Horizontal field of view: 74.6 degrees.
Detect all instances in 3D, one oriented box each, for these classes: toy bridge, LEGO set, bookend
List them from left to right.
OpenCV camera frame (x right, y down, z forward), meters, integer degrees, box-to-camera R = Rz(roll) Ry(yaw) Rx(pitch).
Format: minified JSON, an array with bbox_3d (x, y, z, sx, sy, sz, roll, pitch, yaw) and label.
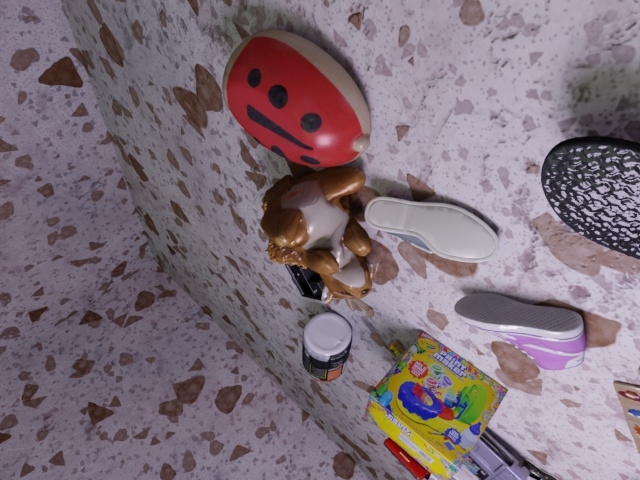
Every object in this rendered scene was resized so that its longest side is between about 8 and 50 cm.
[{"bbox_3d":[-0.032,0.138,1.556,0.157,0.072,0.156,4,127,51],"label":"bookend"},{"bbox_3d":[0.113,0.223,1.503,0.188,0.026,0.063,15,134,45],"label":"toy bridge"},{"bbox_3d":[0.306,0.491,1.463,0.132,0.107,0.286,9,131,49],"label":"LEGO set"}]

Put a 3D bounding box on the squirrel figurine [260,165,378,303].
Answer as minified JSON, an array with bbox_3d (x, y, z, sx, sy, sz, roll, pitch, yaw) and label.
[{"bbox_3d":[0.000,0.000,1.227,0.397,0.281,0.370,23,153,54],"label":"squirrel figurine"}]

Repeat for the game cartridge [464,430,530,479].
[{"bbox_3d":[0.504,0.691,1.434,0.355,0.068,0.230,40,145,30],"label":"game cartridge"}]

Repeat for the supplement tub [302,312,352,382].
[{"bbox_3d":[0.021,0.448,1.711,0.194,0.194,0.315,36,147,23],"label":"supplement tub"}]

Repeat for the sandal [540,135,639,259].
[{"bbox_3d":[0.538,-0.035,0.590,0.446,0.107,0.167,25,143,15],"label":"sandal"}]

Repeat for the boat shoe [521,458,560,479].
[{"bbox_3d":[0.687,0.733,1.292,0.133,0.042,0.048,27,140,32],"label":"boat shoe"}]

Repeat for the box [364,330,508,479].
[{"bbox_3d":[0.334,0.485,1.247,0.290,0.279,0.176,34,146,26],"label":"box"}]

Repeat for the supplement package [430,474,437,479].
[{"bbox_3d":[0.372,0.640,1.333,0.105,0.179,0.105,2,114,55],"label":"supplement package"}]

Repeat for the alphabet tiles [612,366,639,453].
[{"bbox_3d":[0.772,0.396,0.830,0.285,0.011,0.342,-3,121,55],"label":"alphabet tiles"}]

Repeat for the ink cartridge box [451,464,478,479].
[{"bbox_3d":[0.543,0.906,1.621,0.104,0.060,0.180,34,160,27],"label":"ink cartridge box"}]

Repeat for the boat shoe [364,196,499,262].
[{"bbox_3d":[0.261,-0.029,0.986,0.320,0.116,0.099,20,-178,31],"label":"boat shoe"}]

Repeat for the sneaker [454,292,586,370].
[{"bbox_3d":[0.453,0.222,0.975,0.282,0.102,0.160,11,135,48],"label":"sneaker"}]

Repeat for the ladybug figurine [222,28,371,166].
[{"bbox_3d":[-0.077,-0.321,1.012,0.450,0.162,0.304,34,146,26],"label":"ladybug figurine"}]

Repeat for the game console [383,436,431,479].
[{"bbox_3d":[0.258,0.665,1.267,0.144,0.124,0.085,37,114,35],"label":"game console"}]
